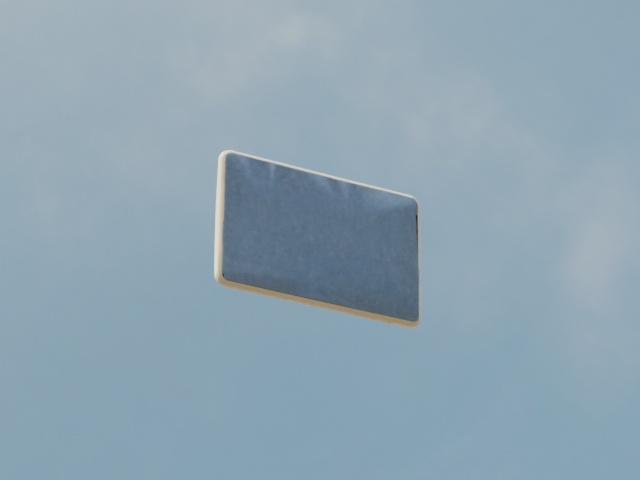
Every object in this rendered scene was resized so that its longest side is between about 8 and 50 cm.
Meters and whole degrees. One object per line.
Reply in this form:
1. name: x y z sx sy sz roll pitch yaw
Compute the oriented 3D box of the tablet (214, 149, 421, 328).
1. tablet: 0.000 0.000 0.715 0.083 0.006 0.054 13 -118 -24
